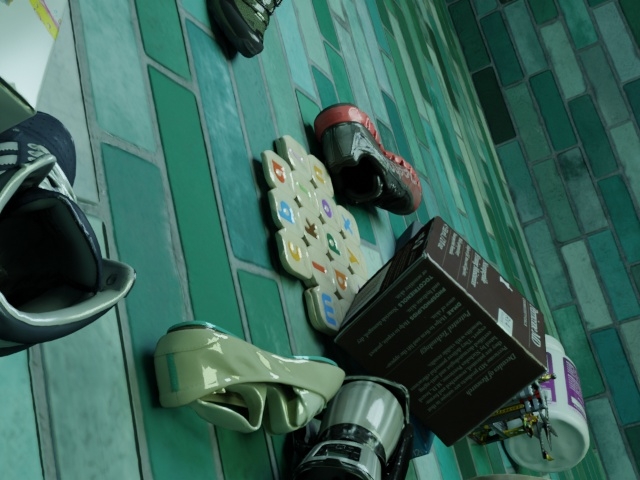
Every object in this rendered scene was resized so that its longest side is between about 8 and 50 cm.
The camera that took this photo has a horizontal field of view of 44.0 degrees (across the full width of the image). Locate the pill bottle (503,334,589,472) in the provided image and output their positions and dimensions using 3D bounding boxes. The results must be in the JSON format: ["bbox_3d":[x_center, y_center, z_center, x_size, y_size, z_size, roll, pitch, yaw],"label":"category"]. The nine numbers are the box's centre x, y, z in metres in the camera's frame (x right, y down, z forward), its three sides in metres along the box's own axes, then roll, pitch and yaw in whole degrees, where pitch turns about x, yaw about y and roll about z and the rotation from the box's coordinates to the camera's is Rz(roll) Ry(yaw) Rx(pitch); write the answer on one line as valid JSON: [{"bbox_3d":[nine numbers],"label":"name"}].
[{"bbox_3d":[0.473,0.335,1.698,0.169,0.169,0.301,60,23,-20],"label":"pill bottle"}]

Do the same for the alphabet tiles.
[{"bbox_3d":[0.000,0.000,1.083,0.278,0.021,0.284,33,41,-58],"label":"alphabet tiles"}]

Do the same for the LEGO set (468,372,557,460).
[{"bbox_3d":[0.315,0.225,1.389,0.331,0.192,0.255,47,30,-44],"label":"LEGO set"}]

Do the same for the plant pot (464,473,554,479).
[{"bbox_3d":[0.270,0.484,1.012,0.256,0.256,0.274,52,43,-35],"label":"plant pot"}]

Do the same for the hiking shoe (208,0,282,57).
[{"bbox_3d":[-0.085,-0.348,1.079,0.086,0.114,0.227,42,33,-48],"label":"hiking shoe"}]

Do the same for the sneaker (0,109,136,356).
[{"bbox_3d":[-0.178,-0.019,0.491,0.099,0.153,0.282,58,23,-27],"label":"sneaker"}]

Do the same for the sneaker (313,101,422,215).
[{"bbox_3d":[0.084,-0.097,1.275,0.276,0.097,0.135,41,34,-46],"label":"sneaker"}]

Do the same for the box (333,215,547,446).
[{"bbox_3d":[0.156,0.110,1.013,0.203,0.167,0.168,42,22,-3],"label":"box"}]

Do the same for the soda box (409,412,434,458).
[{"bbox_3d":[0.122,0.223,1.093,0.067,0.071,0.210,64,22,-6],"label":"soda box"}]

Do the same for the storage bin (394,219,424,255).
[{"bbox_3d":[0.179,0.031,1.406,0.091,0.098,0.135,36,28,-6],"label":"storage bin"}]

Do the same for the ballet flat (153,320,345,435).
[{"bbox_3d":[-0.056,0.142,0.736,0.248,0.086,0.086,25,46,-48],"label":"ballet flat"}]

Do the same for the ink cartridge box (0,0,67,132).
[{"bbox_3d":[-0.247,-0.149,0.484,0.127,0.128,0.176,47,30,-43],"label":"ink cartridge box"}]

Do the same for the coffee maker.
[{"bbox_3d":[0.040,0.250,0.807,0.171,0.120,0.178,64,22,-12],"label":"coffee maker"}]
